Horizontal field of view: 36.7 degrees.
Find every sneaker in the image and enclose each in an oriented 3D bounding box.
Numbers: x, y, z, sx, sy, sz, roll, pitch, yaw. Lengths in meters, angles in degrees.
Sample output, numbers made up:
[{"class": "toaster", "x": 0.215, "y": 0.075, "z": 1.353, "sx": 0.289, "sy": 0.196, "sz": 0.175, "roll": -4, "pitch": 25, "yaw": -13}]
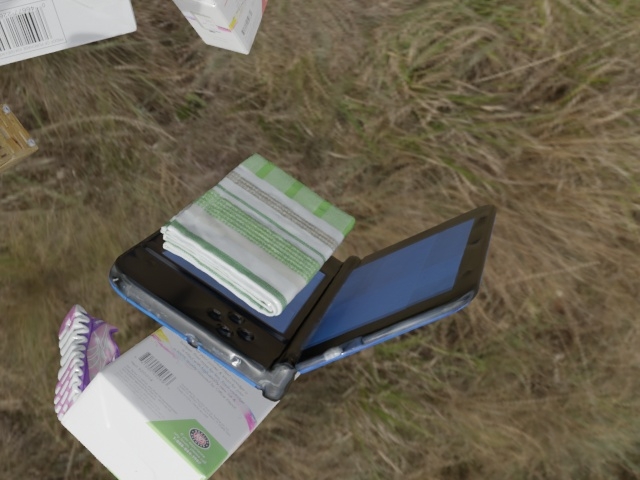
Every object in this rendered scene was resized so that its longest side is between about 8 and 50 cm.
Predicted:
[{"class": "sneaker", "x": -0.394, "y": 0.219, "z": 1.664, "sx": 0.104, "sy": 0.236, "sz": 0.095, "roll": 21, "pitch": 129, "yaw": -28}]

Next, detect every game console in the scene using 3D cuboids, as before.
[{"class": "game console", "x": 0.000, "y": 0.000, "z": 0.861, "sx": 0.250, "sy": 0.293, "sz": 0.173, "roll": 34, "pitch": 110, "yaw": 2}]

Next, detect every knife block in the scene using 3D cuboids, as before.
[{"class": "knife block", "x": -0.576, "y": -0.088, "z": 1.425, "sx": 0.242, "sy": 0.276, "sz": 0.088, "roll": -32, "pitch": 100, "yaw": 14}]

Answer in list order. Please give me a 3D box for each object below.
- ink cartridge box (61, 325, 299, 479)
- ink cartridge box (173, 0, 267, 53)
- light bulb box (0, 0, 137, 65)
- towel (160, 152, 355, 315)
[{"class": "ink cartridge box", "x": -0.189, "y": 0.229, "z": 1.446, "sx": 0.207, "sy": 0.353, "sz": 0.119, "roll": 43, "pitch": 118, "yaw": 5}, {"class": "ink cartridge box", "x": -0.121, "y": -0.320, "z": 1.175, "sx": 0.067, "sy": 0.198, "sz": 0.115, "roll": 18, "pitch": 83, "yaw": 12}, {"class": "light bulb box", "x": -0.534, "y": -0.499, "z": 1.645, "sx": 0.357, "sy": 0.361, "sz": 0.225, "roll": -16, "pitch": 136, "yaw": -8}, {"class": "towel", "x": -0.046, "y": -0.007, "z": 0.782, "sx": 0.113, "sy": 0.152, "sz": 0.023, "roll": 36, "pitch": 127, "yaw": 6}]
